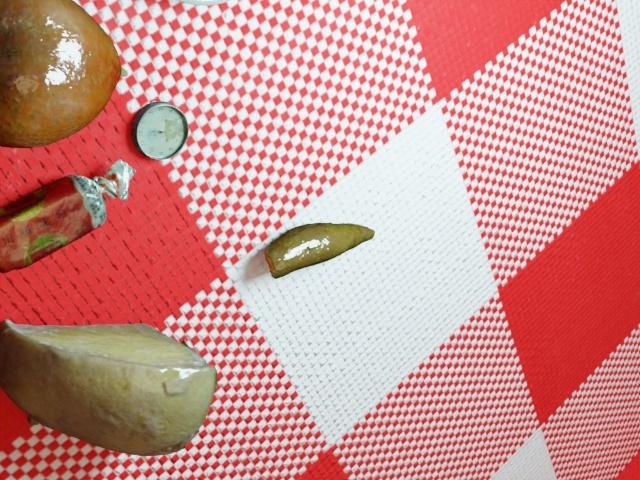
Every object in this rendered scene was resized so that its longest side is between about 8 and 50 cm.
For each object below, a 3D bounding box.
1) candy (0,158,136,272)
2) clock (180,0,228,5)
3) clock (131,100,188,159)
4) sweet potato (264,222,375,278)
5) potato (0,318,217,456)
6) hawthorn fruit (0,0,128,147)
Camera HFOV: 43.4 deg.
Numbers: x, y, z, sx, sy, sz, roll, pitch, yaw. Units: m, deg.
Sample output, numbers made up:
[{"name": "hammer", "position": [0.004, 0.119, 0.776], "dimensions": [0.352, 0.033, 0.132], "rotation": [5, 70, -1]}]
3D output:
[{"name": "candy", "position": [-0.370, -0.021, 1.062], "dimensions": [0.292, 0.059, 0.086], "rotation": [-31, 123, -24]}, {"name": "clock", "position": [-0.156, -0.429, 1.051], "dimensions": [0.237, 0.053, 0.236], "rotation": [-16, 120, -30]}, {"name": "clock", "position": [-0.227, -0.155, 1.142], "dimensions": [0.085, 0.017, 0.085], "rotation": [-16, 119, -32]}, {"name": "sweet potato", "position": [0.000, 0.000, 1.358], "dimensions": [0.244, 0.077, 0.077], "rotation": [-22, 122, -37]}, {"name": "potato", "position": [-0.314, 0.232, 1.131], "dimensions": [0.264, 0.189, 0.211], "rotation": [8, 104, -40]}, {"name": "hawthorn fruit", "position": [-0.323, -0.204, 0.945], "dimensions": [0.251, 0.199, 0.199], "rotation": [-6, 114, -51]}]
